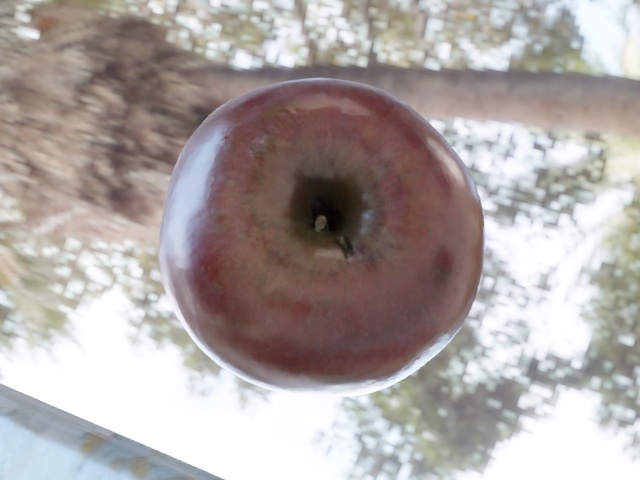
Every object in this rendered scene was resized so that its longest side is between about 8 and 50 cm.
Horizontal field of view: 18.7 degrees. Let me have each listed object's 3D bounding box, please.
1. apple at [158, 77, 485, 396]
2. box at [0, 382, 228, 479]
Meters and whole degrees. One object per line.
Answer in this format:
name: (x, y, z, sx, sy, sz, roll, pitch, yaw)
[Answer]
apple: (0.000, 0.000, 0.904, 0.153, 0.153, 0.120, -50, -11, -19)
box: (-0.059, 0.110, 0.400, 0.044, 0.285, 0.142, 33, -103, -42)
